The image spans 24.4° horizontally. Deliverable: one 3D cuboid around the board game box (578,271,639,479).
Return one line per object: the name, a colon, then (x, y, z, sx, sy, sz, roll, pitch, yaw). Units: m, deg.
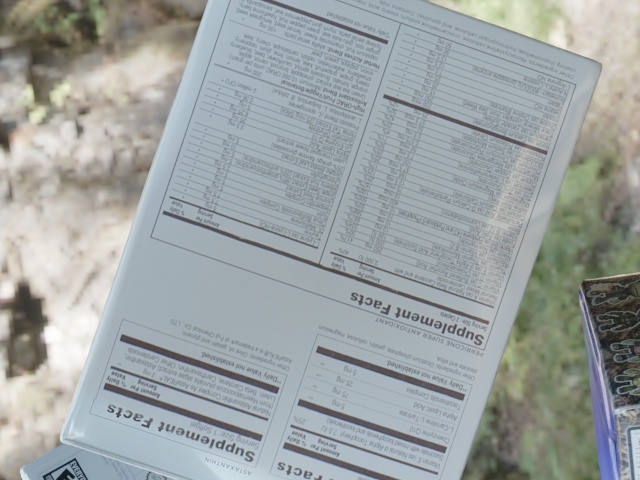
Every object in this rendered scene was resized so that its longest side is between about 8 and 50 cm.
board game box: (0.307, 0.131, 0.828, 0.141, 0.290, 0.232, -86, -13, -62)

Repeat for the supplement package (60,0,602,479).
supplement package: (0.000, 0.000, 0.813, 0.199, 0.198, 0.263, -138, 67, -85)

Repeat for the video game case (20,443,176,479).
video game case: (-0.058, 0.184, 0.944, 0.212, 0.193, 0.023, 54, 163, 26)
